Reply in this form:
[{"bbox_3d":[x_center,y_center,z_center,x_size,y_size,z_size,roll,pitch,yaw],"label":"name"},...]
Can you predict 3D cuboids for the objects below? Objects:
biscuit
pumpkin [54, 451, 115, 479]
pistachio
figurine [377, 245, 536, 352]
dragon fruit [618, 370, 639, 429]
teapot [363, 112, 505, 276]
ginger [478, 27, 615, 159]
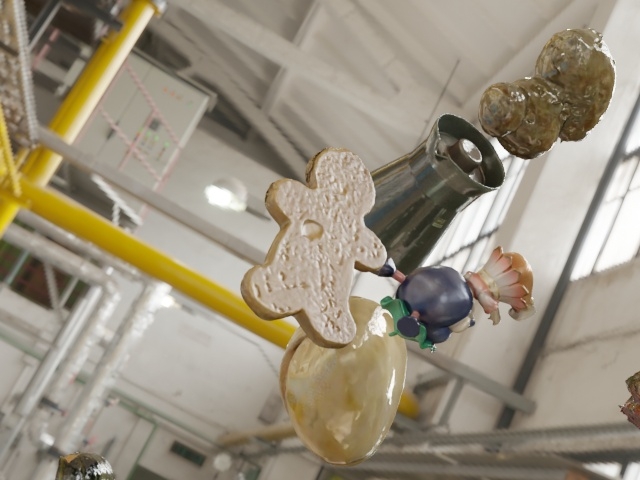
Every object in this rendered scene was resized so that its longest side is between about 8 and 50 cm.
[{"bbox_3d":[0.000,0.000,1.448,0.216,0.340,0.047,31,-38,-24],"label":"biscuit"},{"bbox_3d":[-0.416,0.431,1.702,0.107,0.119,0.183,10,-10,-10],"label":"pumpkin"},{"bbox_3d":[0.039,0.243,1.712,0.229,0.309,0.230,1,20,0],"label":"pistachio"},{"bbox_3d":[0.164,0.064,1.177,0.111,0.194,0.102,-124,-161,-45],"label":"figurine"},{"bbox_3d":[0.665,0.267,1.501,0.296,0.263,0.314,43,0,-39],"label":"dragon fruit"},{"bbox_3d":[0.228,-0.092,2.120,0.300,0.253,0.344,1,-33,-46],"label":"teapot"},{"bbox_3d":[0.437,-0.267,1.897,0.155,0.304,0.245,44,-19,37],"label":"ginger"}]
